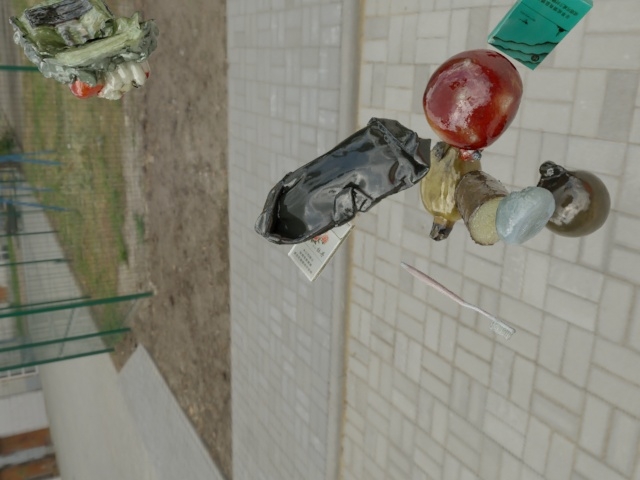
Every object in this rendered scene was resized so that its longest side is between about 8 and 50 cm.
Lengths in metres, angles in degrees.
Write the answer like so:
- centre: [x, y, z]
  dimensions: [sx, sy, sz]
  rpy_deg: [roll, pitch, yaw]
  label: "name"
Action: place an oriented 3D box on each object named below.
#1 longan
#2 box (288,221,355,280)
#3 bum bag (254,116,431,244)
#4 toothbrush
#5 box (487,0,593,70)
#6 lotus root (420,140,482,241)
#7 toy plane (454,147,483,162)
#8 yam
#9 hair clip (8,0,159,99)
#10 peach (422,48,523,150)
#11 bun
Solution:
- centre: [0.589, -0.102, 1.412]
  dimensions: [0.204, 0.159, 0.185]
  rpy_deg: [55, 164, -1]
  label: "longan"
- centre: [0.000, 0.000, 1.553]
  dimensions: [0.109, 0.029, 0.198]
  rpy_deg: [48, 118, 26]
  label: "box"
- centre: [0.030, -0.093, 0.968]
  dimensions: [0.326, 0.079, 0.142]
  rpy_deg: [-28, 56, 15]
  label: "bum bag"
- centre: [0.304, 0.133, 1.363]
  dimensions: [0.307, 0.025, 0.029]
  rpy_deg: [33, 91, 26]
  label: "toothbrush"
- centre: [0.576, -0.579, 1.577]
  dimensions: [0.226, 0.161, 0.042]
  rpy_deg: [-52, 13, 50]
  label: "box"
- centre: [0.389, -0.147, 1.804]
  dimensions: [0.183, 0.182, 0.310]
  rpy_deg: [15, 100, 59]
  label: "lotus root"
- centre: [0.428, -0.276, 1.590]
  dimensions: [0.077, 0.126, 0.194]
  rpy_deg: [36, 135, -2]
  label: "toy plane"
- centre: [0.403, -0.086, 1.467]
  dimensions: [0.238, 0.129, 0.128]
  rpy_deg: [-89, -7, -69]
  label: "yam"
- centre: [-0.291, -0.237, 0.739]
  dimensions: [0.321, 0.138, 0.091]
  rpy_deg: [41, 155, 49]
  label: "hair clip"
- centre: [0.362, -0.333, 1.414]
  dimensions: [0.243, 0.199, 0.243]
  rpy_deg: [15, 110, 48]
  label: "peach"
- centre: [0.420, -0.057, 1.242]
  dimensions: [0.083, 0.140, 0.141]
  rpy_deg: [49, 136, 37]
  label: "bun"
